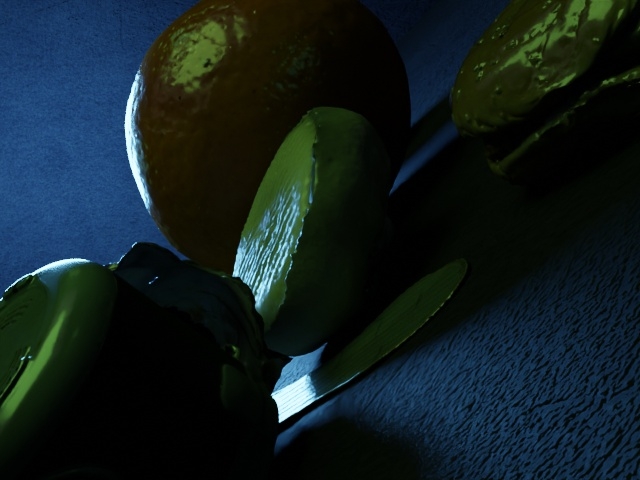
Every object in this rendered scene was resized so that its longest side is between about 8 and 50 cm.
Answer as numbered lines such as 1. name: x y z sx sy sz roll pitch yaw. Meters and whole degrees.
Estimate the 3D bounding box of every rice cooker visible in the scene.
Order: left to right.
1. rice cooker: -0.203 0.189 1.013 0.288 0.277 0.288 -37 29 24

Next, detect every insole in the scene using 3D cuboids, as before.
1. insole: 0.024 0.121 1.115 0.348 0.009 0.119 -40 12 36

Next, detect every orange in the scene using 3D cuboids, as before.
1. orange: -0.077 -0.157 1.540 0.424 0.326 0.424 -32 -42 -35

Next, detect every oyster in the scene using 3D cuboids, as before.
1. oyster: -0.134 0.107 1.186 0.271 0.275 0.100 -17 27 51

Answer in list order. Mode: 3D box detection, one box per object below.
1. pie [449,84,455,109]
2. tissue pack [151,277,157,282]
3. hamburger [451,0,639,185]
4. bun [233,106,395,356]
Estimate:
1. pie: 0.250 -0.246 1.564 0.182 0.049 0.182 -48 11 13
2. tissue pack: -0.337 0.186 1.908 0.263 0.146 0.198 -32 -8 -43
3. hamburger: 0.247 -0.188 1.026 0.283 0.144 0.259 -32 13 38
4. bun: 0.000 0.000 1.256 0.287 0.146 0.287 -161 90 -75
